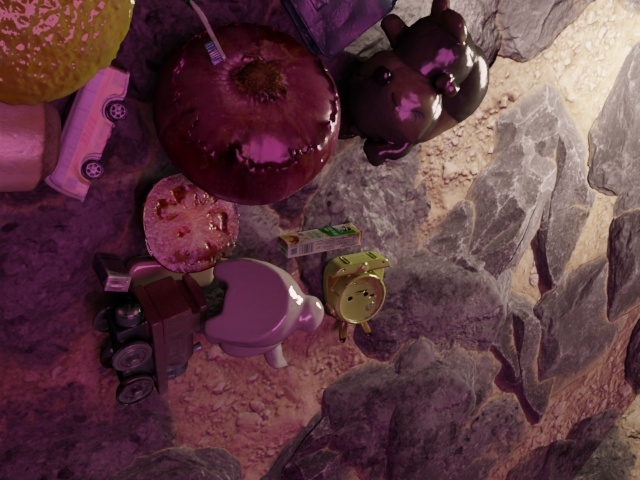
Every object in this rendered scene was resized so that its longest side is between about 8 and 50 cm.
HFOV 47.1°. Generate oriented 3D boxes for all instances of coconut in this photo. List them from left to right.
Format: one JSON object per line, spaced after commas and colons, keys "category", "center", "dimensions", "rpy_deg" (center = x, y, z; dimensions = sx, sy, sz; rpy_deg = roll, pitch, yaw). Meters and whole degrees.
{"category": "coconut", "center": [-0.569, -0.179, 1.260], "dimensions": [0.222, 0.202, 0.202], "rpy_deg": [0, 112, -35]}

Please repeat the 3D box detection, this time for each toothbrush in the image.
{"category": "toothbrush", "center": [-0.244, -0.447, 1.323], "dimensions": [0.030, 0.030, 0.304], "rpy_deg": [-23, 80, -20]}

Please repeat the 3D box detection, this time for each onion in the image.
{"category": "onion", "center": [-0.155, -0.233, 1.428], "dimensions": [0.358, 0.358, 0.345], "rpy_deg": [15, 145, -35]}

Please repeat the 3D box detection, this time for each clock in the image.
{"category": "clock", "center": [0.092, 0.147, 1.880], "dimensions": [0.170, 0.069, 0.232], "rpy_deg": [-11, 117, -27]}

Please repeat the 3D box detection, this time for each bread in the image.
{"category": "bread", "center": [-0.493, -0.398, 1.135], "dimensions": [0.348, 0.308, 0.348], "rpy_deg": [-13, 116, -28]}

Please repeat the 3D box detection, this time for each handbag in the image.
{"category": "handbag", "center": [0.044, -0.516, 1.557], "dimensions": [0.229, 0.062, 0.179], "rpy_deg": [-40, 126, -10]}

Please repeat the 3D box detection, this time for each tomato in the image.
{"category": "tomato", "center": [-0.284, -0.042, 1.550], "dimensions": [0.225, 0.085, 0.225], "rpy_deg": [-3, 96, -29]}

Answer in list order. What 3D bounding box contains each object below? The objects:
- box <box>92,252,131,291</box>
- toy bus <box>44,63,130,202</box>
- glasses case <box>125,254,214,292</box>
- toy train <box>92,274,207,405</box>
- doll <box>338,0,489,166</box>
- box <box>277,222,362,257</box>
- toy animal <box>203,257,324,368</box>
{"category": "box", "center": [-0.429, 0.065, 1.504], "dimensions": [0.050, 0.117, 0.036], "rpy_deg": [7, 110, -31]}
{"category": "toy bus", "center": [-0.442, -0.211, 1.391], "dimensions": [0.106, 0.092, 0.268], "rpy_deg": [20, 101, -27]}
{"category": "glasses case", "center": [-0.329, 0.070, 1.607], "dimensions": [0.196, 0.050, 0.083], "rpy_deg": [-4, 111, -30]}
{"category": "toy train", "center": [-0.356, 0.217, 1.569], "dimensions": [0.221, 0.150, 0.304], "rpy_deg": [-20, 144, -26]}
{"category": "doll", "center": [0.227, -0.308, 1.647], "dimensions": [0.382, 0.252, 0.378], "rpy_deg": [-47, 134, 12]}
{"category": "box", "center": [0.000, 0.000, 1.772], "dimensions": [0.207, 0.050, 0.041], "rpy_deg": [-11, 120, -27]}
{"category": "toy animal", "center": [-0.116, 0.170, 1.624], "dimensions": [0.241, 0.367, 0.196], "rpy_deg": [11, 73, 2]}
